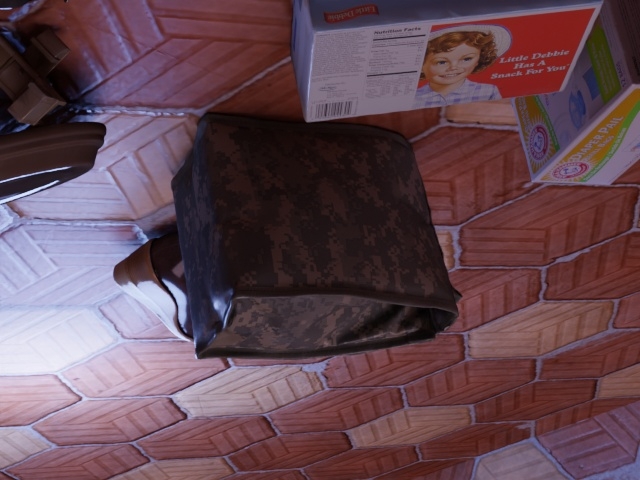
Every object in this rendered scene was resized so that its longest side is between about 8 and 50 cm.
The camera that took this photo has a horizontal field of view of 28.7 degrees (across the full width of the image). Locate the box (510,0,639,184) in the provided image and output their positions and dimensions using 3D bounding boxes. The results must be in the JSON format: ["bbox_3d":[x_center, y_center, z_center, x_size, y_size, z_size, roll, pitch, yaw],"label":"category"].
[{"bbox_3d":[0.300,-0.152,1.308,0.103,0.114,0.203,1,154,-22],"label":"box"}]

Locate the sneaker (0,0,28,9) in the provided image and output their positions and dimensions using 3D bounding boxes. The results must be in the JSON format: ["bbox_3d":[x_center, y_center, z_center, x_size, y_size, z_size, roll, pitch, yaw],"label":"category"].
[{"bbox_3d":[-0.315,-0.267,0.859,0.270,0.090,0.145,18,111,3],"label":"sneaker"}]

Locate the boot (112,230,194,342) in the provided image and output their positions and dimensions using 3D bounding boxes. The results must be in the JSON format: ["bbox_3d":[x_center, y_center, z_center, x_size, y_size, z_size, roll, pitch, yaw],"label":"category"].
[{"bbox_3d":[-0.118,0.052,1.607,0.207,0.090,0.248,-20,150,25],"label":"boot"}]

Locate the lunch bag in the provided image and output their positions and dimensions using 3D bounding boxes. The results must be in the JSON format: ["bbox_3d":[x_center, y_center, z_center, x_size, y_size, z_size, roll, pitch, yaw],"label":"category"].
[{"bbox_3d":[0.000,0.000,1.370,0.287,0.235,0.169,2,147,-24],"label":"lunch bag"}]

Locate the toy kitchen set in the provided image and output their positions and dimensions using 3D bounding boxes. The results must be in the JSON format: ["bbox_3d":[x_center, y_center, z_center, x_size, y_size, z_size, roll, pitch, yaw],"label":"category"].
[{"bbox_3d":[-0.260,-0.155,1.102,0.068,0.083,0.075,-44,180,4],"label":"toy kitchen set"}]

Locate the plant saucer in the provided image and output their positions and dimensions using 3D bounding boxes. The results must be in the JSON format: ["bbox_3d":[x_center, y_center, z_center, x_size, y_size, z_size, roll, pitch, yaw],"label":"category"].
[{"bbox_3d":[-0.338,-0.057,1.212,0.278,0.041,0.278,-18,-179,0],"label":"plant saucer"}]

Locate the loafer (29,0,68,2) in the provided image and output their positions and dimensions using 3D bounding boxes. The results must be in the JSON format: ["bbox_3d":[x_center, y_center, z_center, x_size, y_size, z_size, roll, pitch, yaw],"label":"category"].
[{"bbox_3d":[-0.205,-0.224,1.025,0.148,0.050,0.056,-15,155,11],"label":"loafer"}]

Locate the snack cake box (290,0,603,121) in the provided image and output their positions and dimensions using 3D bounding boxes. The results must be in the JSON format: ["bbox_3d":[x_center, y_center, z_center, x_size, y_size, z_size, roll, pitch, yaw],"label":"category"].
[{"bbox_3d":[0.110,-0.198,1.162,0.264,0.089,0.152,-7,153,-8],"label":"snack cake box"}]
